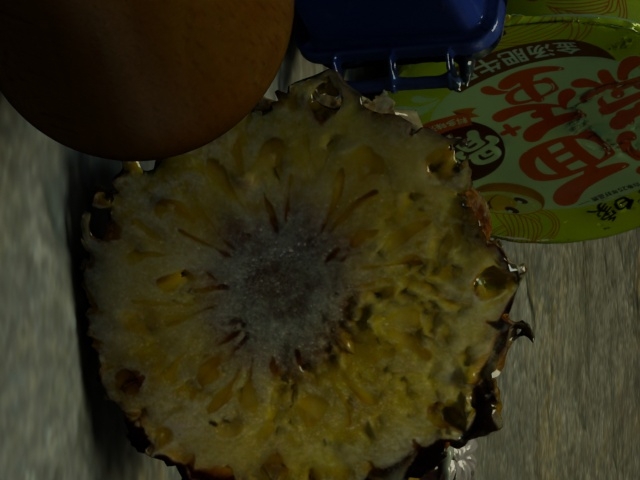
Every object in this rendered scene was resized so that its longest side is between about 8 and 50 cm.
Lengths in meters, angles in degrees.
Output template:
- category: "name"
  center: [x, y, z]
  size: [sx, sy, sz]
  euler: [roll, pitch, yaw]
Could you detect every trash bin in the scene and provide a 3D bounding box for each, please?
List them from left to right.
- category: "trash bin"
  center: [0.031, -0.224, 1.260]
  size: [0.234, 0.162, 0.184]
  euler: [52, 42, -55]

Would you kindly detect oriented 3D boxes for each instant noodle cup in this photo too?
- category: "instant noodle cup"
  center: [0.190, -0.171, 1.573]
  size: [0.311, 0.311, 0.222]
  euler: [65, 20, -53]

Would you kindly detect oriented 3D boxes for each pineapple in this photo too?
- category: "pineapple"
  center: [0.000, 0.000, 1.118]
  size: [0.272, 0.262, 0.263]
  euler: [-74, 161, -72]

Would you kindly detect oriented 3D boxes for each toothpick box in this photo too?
- category: "toothpick box"
  center: [-0.107, -0.153, 0.789]
  size: [0.294, 0.192, 0.192]
  euler: [61, 34, -66]

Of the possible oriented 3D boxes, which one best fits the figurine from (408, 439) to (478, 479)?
- category: "figurine"
  center: [0.055, 0.121, 1.408]
  size: [0.240, 0.115, 0.175]
  euler: [-57, 147, -68]
